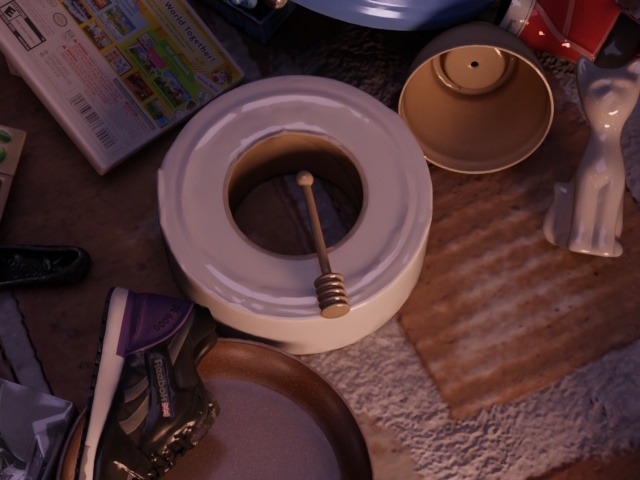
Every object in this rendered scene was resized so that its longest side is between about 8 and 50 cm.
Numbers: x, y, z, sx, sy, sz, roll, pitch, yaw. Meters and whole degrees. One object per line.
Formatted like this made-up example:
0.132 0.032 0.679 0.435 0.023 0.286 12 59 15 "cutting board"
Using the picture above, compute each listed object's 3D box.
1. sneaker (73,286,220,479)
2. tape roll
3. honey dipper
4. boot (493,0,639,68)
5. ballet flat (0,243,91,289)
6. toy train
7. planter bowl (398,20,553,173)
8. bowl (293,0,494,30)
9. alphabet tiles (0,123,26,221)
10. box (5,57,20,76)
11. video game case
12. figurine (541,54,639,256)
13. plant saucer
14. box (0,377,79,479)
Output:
-0.160 0.179 1.473 0.124 0.107 0.283 8 65 -3 "sneaker"
-0.027 -0.028 1.621 0.286 0.100 0.286 0 66 0 "tape roll"
0.000 0.000 1.538 0.030 0.030 0.160 -9 63 -4 "honey dipper"
0.304 -0.292 1.763 0.176 0.088 0.244 23 58 -7 "boot"
-0.326 0.023 1.623 0.173 0.049 0.057 -6 64 -3 "ballet flat"
-0.111 -0.301 1.743 0.184 0.105 0.080 33 72 14 "toy train"
0.166 -0.168 1.667 0.162 0.162 0.109 5 39 2 "planter bowl"
0.043 -0.391 1.698 0.391 0.077 0.391 12 46 -13 "bowl"
-0.470 -0.052 1.598 0.285 0.011 0.342 15 63 -9 "alphabet tiles"
-0.277 -0.331 1.780 0.063 0.067 0.324 14 65 6 "box"
-0.228 -0.212 1.697 0.206 0.026 0.227 -37 86 -27 "video game case"
0.349 -0.082 1.605 0.215 0.092 0.209 9 95 4 "figurine"
-0.102 0.247 1.521 0.311 0.050 0.310 0 65 -1 "plant saucer"
-0.377 0.214 1.531 0.231 0.056 0.183 18 67 8 "box"
